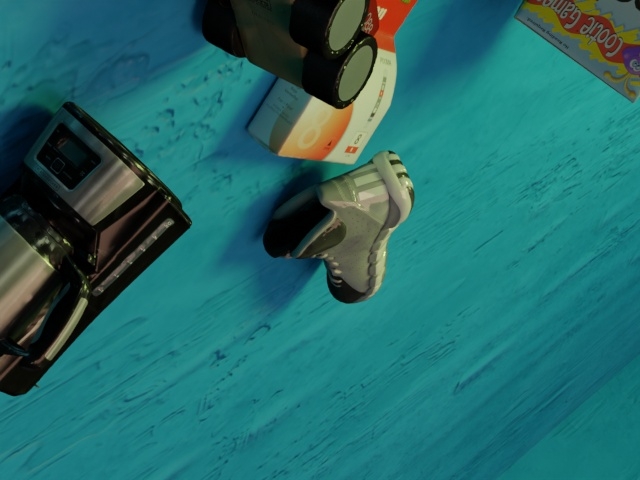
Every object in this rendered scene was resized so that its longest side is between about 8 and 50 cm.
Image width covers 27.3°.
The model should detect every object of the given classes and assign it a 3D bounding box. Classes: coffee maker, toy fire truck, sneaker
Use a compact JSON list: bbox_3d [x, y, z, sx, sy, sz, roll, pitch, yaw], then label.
[{"bbox_3d":[-0.188,0.008,0.908,0.178,0.120,0.171,-45,180,-7],"label":"coffee maker"},{"bbox_3d":[0.039,-0.237,0.895,0.246,0.158,0.217,-55,159,-19],"label":"toy fire truck"},{"bbox_3d":[0.000,0.000,1.277,0.132,0.086,0.229,-17,152,-22],"label":"sneaker"}]

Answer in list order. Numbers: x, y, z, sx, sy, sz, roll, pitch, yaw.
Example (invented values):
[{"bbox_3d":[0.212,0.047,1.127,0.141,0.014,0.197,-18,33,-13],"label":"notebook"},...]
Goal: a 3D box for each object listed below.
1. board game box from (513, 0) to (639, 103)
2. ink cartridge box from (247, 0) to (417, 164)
[{"bbox_3d":[0.323,-0.291,1.218,0.275,0.142,0.144,-55,180,27],"label":"board game box"},{"bbox_3d":[0.031,-0.149,1.125,0.179,0.045,0.145,-54,157,17],"label":"ink cartridge box"}]
